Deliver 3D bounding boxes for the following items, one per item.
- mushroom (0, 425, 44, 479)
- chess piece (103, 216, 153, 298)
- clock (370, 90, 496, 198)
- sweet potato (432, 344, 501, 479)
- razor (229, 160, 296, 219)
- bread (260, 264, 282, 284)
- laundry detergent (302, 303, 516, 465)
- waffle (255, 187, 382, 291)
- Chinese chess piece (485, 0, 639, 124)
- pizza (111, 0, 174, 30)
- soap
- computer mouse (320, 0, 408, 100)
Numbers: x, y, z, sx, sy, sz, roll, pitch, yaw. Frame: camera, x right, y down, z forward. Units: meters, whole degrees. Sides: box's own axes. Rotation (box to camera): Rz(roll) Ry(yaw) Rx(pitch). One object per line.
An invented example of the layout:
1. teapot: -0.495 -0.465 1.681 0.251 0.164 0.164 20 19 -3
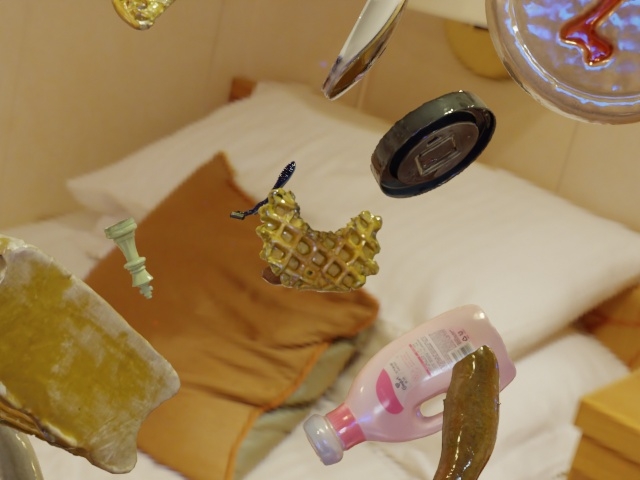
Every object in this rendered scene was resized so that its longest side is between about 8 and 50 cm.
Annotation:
1. mushroom: -0.437 0.378 1.665 0.154 0.407 0.137 -27 -12 -14
2. chess piece: -0.335 0.037 2.164 0.059 0.149 0.059 -20 8 3
3. clock: 0.177 -0.151 1.913 0.215 0.215 0.042 -5 55 -44
4. sweet potato: 0.183 0.253 1.524 0.077 0.244 0.077 11 -21 5
5. razor: -0.092 -0.082 2.113 0.154 0.028 0.044 -45 30 -23
6. bread: -0.042 0.047 2.306 0.044 0.129 0.126 54 9 16
7. laundry detergent: 0.132 0.235 1.869 0.335 0.159 0.088 -30 -6 -8
8. waffle: 0.001 0.000 1.756 0.194 0.149 0.051 2 -6 -19
9. Chinese chess piece: 0.382 -0.318 1.561 0.338 0.338 0.140 16 12 7
10. pizza: -0.290 -0.398 1.997 0.108 0.026 0.123 -18 58 -24
11. soap: -0.358 0.100 1.284 0.335 0.156 0.293 11 -30 43
12. computer mouse: 0.074 -0.290 1.616 0.056 0.245 0.126 29 -24 -2
